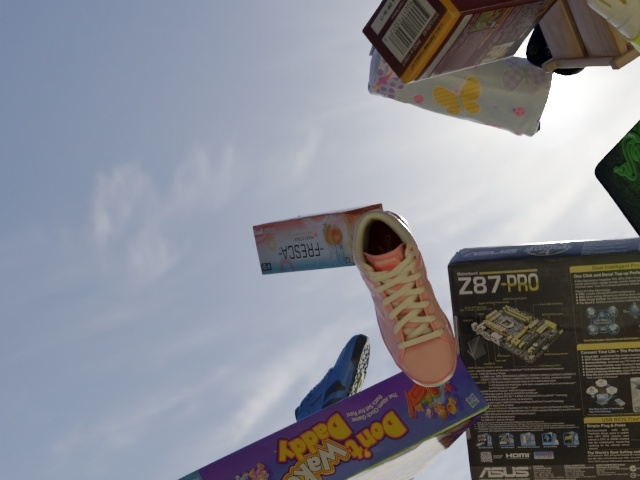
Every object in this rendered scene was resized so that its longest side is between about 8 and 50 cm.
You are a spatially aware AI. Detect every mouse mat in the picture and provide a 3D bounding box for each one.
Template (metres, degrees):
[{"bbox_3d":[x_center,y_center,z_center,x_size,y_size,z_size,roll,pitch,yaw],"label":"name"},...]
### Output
[{"bbox_3d":[0.390,-0.080,1.507,0.007,0.189,0.152,28,-66,-32],"label":"mouse mat"}]

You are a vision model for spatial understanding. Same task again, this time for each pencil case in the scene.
[{"bbox_3d":[0.205,-0.239,1.986,0.273,0.124,0.113,13,-50,-3],"label":"pencil case"}]

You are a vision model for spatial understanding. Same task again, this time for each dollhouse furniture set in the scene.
[{"bbox_3d":[0.359,-0.269,1.536,0.174,0.355,0.303,-32,-70,-21],"label":"dollhouse furniture set"}]

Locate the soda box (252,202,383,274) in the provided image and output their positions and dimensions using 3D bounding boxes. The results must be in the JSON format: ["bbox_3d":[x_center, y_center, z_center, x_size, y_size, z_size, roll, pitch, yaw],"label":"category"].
[{"bbox_3d":[0.000,0.000,1.526,0.058,0.063,0.183,-13,4,-35],"label":"soda box"}]

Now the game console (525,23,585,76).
[{"bbox_3d":[0.375,-0.373,1.698,0.044,0.213,0.361,22,-83,-31],"label":"game console"}]

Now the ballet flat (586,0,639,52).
[{"bbox_3d":[0.285,-0.263,1.301,0.077,0.231,0.077,-14,-2,-14],"label":"ballet flat"}]

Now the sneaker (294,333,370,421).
[{"bbox_3d":[0.007,0.219,1.868,0.069,0.082,0.209,-12,-58,-68],"label":"sneaker"}]

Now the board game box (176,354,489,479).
[{"bbox_3d":[-0.011,0.257,1.468,0.347,0.078,0.233,-23,-19,-25],"label":"board game box"}]

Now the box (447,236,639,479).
[{"bbox_3d":[0.376,0.159,1.749,0.395,0.318,0.097,-5,14,17],"label":"box"}]

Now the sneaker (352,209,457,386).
[{"bbox_3d":[0.056,0.039,0.964,0.051,0.134,0.070,-20,-13,9],"label":"sneaker"}]

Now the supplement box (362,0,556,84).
[{"bbox_3d":[0.150,-0.239,1.414,0.188,0.081,0.104,-19,-24,-43],"label":"supplement box"}]
